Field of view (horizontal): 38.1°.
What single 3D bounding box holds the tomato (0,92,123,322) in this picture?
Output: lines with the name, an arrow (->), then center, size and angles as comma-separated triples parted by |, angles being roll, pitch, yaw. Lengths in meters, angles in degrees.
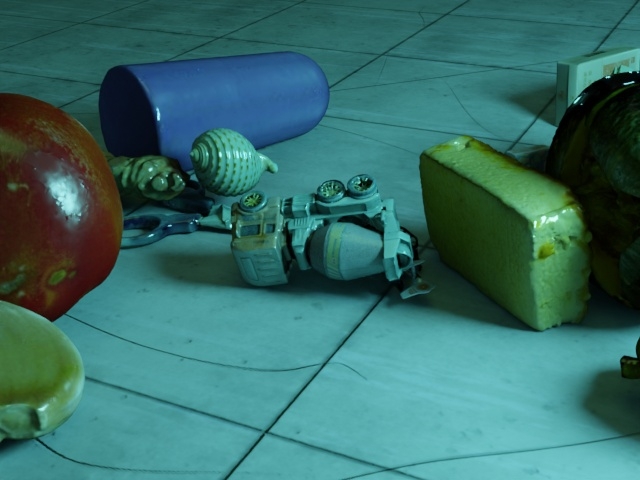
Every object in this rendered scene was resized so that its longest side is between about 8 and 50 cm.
tomato -> -0.427, -0.036, 1.228 | 0.325, 0.290, 0.293 | -6, 26, 3

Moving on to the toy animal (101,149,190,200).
toy animal -> -0.351, -0.107, 1.567 | 0.312, 0.097, 0.157 | 13, 21, 43

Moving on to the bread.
bread -> 0.252, -0.017, 1.275 | 0.114, 0.185, 0.274 | -20, 31, -16

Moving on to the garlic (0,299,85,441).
garlic -> -0.382, 0.156, 1.049 | 0.217, 0.110, 0.228 | -3, 37, -29

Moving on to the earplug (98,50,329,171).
earplug -> -0.174, -0.256, 1.766 | 0.456, 0.215, 0.215 | -18, 31, -36

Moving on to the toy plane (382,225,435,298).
toy plane -> 0.112, 0.033, 1.335 | 0.078, 0.053, 0.197 | -18, 29, -14

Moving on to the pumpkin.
pumpkin -> 0.428, -0.054, 1.213 | 0.192, 0.320, 0.320 | -16, 30, -19

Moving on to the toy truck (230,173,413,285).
toy truck -> 0.000, 0.000, 1.299 | 0.256, 0.108, 0.140 | -6, 45, 10

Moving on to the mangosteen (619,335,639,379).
mangosteen -> 0.429, 0.126, 1.016 | 0.199, 0.200, 0.200 | -1, 26, 1

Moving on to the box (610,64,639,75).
box -> 0.497, -0.143, 1.481 | 0.166, 0.221, 0.290 | 28, 33, 8

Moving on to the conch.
conch -> -0.157, -0.122, 1.532 | 0.135, 0.153, 0.102 | 14, 72, 46

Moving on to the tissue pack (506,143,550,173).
tissue pack -> 0.367, -0.131, 1.634 | 0.083, 0.063, 0.035 | -12, 25, -24

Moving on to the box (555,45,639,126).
box -> 0.570, -0.316, 1.908 | 0.201, 0.141, 0.058 | -18, 26, -33

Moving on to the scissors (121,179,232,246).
scissors -> -0.142, -0.033, 1.497 | 0.383, 0.029, 0.256 | 8, 28, 18
